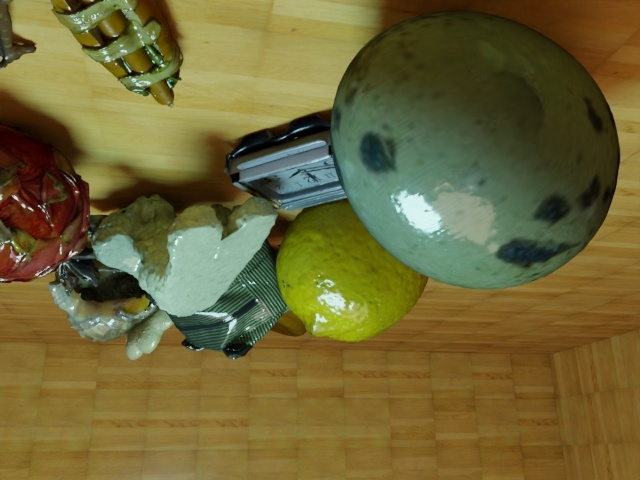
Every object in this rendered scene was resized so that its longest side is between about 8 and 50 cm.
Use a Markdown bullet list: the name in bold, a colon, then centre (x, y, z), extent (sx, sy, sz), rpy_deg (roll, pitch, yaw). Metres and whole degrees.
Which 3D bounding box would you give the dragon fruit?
- **dragon fruit**: centre (-0.546, -0.058, 1.039), extent (0.277, 0.278, 0.342), rpy_deg (-2, 162, 4)

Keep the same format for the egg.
- **egg**: centre (0.196, -0.114, 0.804), extent (0.427, 0.345, 0.345), rpy_deg (20, 152, -38)

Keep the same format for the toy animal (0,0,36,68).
- **toy animal**: centre (-0.381, -0.283, 0.705), extent (0.229, 0.066, 0.224), rpy_deg (-30, 178, 26)

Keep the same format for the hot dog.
- **hot dog**: centre (-0.245, -0.257, 0.769), extent (0.109, 0.072, 0.269), rpy_deg (-19, 159, 3)

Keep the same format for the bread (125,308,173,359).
- **bread**: centre (-0.480, 0.204, 1.761), extent (0.054, 0.316, 0.316), rpy_deg (37, 144, -24)

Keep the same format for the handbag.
- **handbag**: centre (-0.240, 0.130, 1.435), extent (0.340, 0.240, 0.247), rpy_deg (-1, 124, 50)

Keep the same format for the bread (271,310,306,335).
- **bread**: centre (-0.152, 0.184, 1.849), extent (0.235, 0.183, 0.388), rpy_deg (-8, 159, 27)

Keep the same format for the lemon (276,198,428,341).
- **lemon**: centre (0.070, 0.042, 1.254), extent (0.335, 0.336, 0.336), rpy_deg (-1, 160, 0)

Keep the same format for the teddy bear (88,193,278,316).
- **teddy bear**: centre (-0.317, -0.042, 1.217), extent (0.327, 0.362, 0.375), rpy_deg (-14, 147, -41)

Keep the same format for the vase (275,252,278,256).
- **vase**: centre (-0.108, 0.073, 1.682), extent (0.219, 0.096, 0.096), rpy_deg (7, 159, -30)

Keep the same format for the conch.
- **conch**: centre (-0.573, 0.120, 1.652), extent (0.352, 0.210, 0.297), rpy_deg (-30, 142, 13)

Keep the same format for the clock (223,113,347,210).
- **clock**: centre (-0.026, -0.137, 1.106), extent (0.253, 0.084, 0.186), rpy_deg (-11, 158, 27)

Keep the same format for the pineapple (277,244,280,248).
- **pineapple**: centre (-0.006, 0.001, 1.504), extent (0.249, 0.140, 0.164), rpy_deg (-11, 122, -18)

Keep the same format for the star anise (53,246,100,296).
- **star anise**: centre (-0.626, 0.013, 1.438), extent (0.262, 0.081, 0.230), rpy_deg (45, 127, -14)
